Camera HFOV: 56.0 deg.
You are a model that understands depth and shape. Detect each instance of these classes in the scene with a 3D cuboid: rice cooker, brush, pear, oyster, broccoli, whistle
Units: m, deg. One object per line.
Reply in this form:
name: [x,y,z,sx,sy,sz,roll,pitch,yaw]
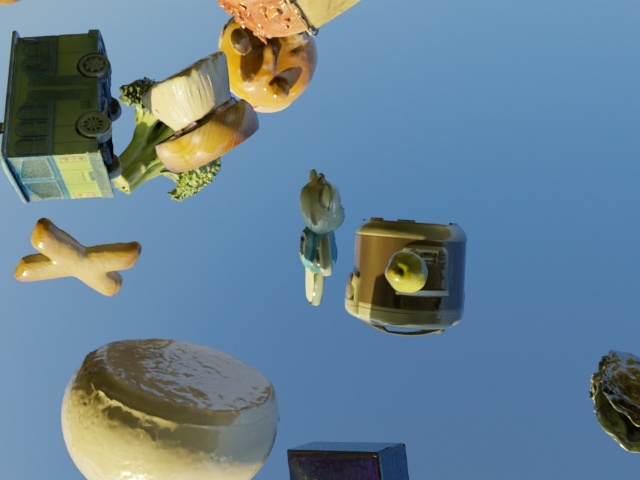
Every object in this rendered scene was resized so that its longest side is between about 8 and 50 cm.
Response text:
rice cooker: [0.241,0.104,1.676,0.335,0.335,0.325,6,-87,33]
brush: [-0.256,-0.234,1.162,0.267,0.166,0.174,-16,-156,41]
pear: [0.180,0.067,1.259,0.092,0.092,0.097,13,-160,37]
oyster: [0.643,0.319,1.236,0.162,0.351,0.158,38,-72,10]
broccoli: [-0.412,-0.261,1.641,0.249,0.375,0.302,0,-137,19]
whistle: [0.000,0.000,1.008,0.077,0.235,0.114,-6,-154,-19]

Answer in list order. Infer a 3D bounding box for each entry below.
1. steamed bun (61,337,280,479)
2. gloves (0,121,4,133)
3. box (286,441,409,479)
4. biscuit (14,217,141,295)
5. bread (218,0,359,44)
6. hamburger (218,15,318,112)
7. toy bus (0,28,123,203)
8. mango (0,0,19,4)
steamed bun: [-0.202,0.252,0.806,0.283,0.283,0.177,21,-82,40]
gloves: [-0.470,-0.279,0.734,0.141,0.331,0.154,-5,-173,-33]
box: [0.064,0.599,1.364,0.279,0.116,0.261,-16,-103,40]
biscuit: [-0.484,0.042,1.209,0.164,0.208,0.047,-53,-141,28]
bread: [-0.048,-0.383,0.804,0.212,0.142,0.224,-9,-111,19]
hamburger: [-0.135,-0.466,1.523,0.276,0.276,0.237,-31,-165,2]
toy bus: [-0.479,-0.236,1.124,0.190,0.152,0.312,-5,-118,-10]
mango: [-0.593,-0.531,1.172,0.089,0.115,0.165,25,-84,19]
